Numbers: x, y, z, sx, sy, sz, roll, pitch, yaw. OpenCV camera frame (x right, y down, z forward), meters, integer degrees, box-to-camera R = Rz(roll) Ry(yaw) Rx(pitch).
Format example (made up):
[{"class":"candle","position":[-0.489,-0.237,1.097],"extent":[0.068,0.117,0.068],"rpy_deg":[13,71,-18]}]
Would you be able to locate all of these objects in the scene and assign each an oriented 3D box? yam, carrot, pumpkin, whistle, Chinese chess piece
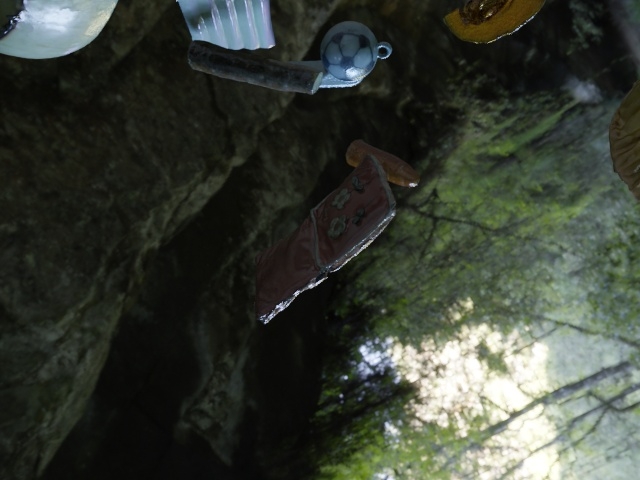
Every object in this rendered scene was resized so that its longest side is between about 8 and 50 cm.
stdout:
[{"class":"yam","position":[-0.126,-0.322,1.260],"extent":[0.273,0.061,0.061],"rpy_deg":[17,-167,18]},{"class":"carrot","position":[0.107,-0.122,1.100],"extent":[0.139,0.048,0.048],"rpy_deg":[29,-175,33]},{"class":"pumpkin","position":[0.403,-0.488,1.397],"extent":[0.163,0.278,0.111],"rpy_deg":[-28,-89,-40]},{"class":"whistle","position":[0.039,-0.482,1.731],"extent":[0.163,0.289,0.164],"rpy_deg":[-2,-90,-84]},{"class":"Chinese chess piece","position":[-0.419,-0.436,0.942],"extent":[0.146,0.349,0.350],"rpy_deg":[-11,-112,-51]}]

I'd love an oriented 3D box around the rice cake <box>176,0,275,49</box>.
[{"class":"rice cake","position":[-0.178,-0.432,1.297],"extent":[0.198,0.189,0.037],"rpy_deg":[109,159,-72]}]

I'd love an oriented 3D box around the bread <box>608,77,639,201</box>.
[{"class":"bread","position":[0.410,-0.092,0.563],"extent":[0.288,0.156,0.204],"rpy_deg":[32,-121,7]}]

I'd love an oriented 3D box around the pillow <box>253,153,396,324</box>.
[{"class":"pillow","position":[0.000,0.000,0.842],"extent":[0.043,0.232,0.126],"rpy_deg":[39,-158,-28]}]
